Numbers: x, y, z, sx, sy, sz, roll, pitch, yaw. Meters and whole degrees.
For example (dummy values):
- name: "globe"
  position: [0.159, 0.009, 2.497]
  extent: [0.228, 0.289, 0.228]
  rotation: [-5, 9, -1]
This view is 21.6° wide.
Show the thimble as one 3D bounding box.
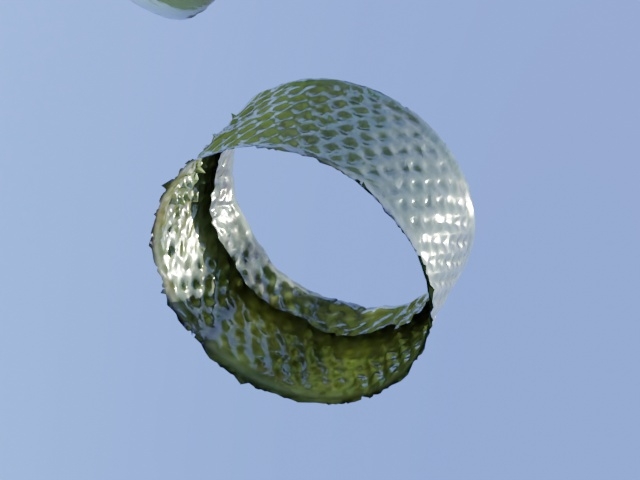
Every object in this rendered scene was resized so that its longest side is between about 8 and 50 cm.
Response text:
- name: "thimble"
  position: [0.000, 0.000, 1.510]
  extent: [0.271, 0.271, 0.150]
  rotation: [-57, 178, 40]

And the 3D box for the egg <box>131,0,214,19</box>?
- name: "egg"
  position: [-0.099, -0.264, 1.059]
  extent: [0.271, 0.162, 0.206]
  rotation: [-6, -124, 61]
